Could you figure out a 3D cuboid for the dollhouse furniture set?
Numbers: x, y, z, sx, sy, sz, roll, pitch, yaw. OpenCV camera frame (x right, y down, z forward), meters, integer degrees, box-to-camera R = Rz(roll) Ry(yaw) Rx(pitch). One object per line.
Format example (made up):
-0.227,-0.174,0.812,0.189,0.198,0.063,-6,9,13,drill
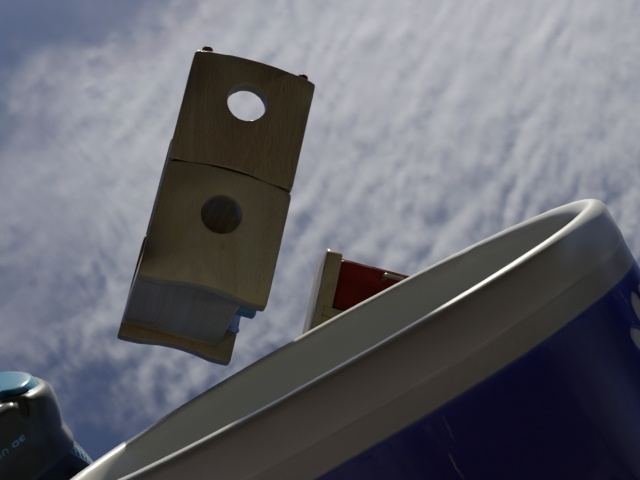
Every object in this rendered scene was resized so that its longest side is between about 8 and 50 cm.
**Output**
0.000,0.000,0.794,0.183,0.129,0.129,15,-110,-7,dollhouse furniture set

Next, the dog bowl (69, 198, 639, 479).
0.024,0.089,0.620,0.265,0.265,0.104,-29,-89,-6,dog bowl

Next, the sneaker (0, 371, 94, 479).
-0.246,0.213,0.733,0.341,0.140,0.125,-35,-164,-19,sneaker
